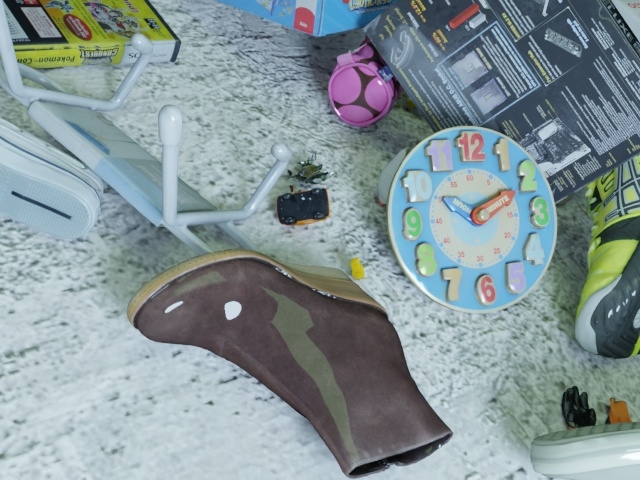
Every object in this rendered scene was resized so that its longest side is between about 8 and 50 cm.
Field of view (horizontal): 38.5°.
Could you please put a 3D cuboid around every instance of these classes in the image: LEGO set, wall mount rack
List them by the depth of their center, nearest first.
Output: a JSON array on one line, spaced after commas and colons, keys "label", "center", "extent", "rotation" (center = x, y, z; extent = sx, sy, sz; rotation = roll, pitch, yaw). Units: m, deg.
[{"label": "wall mount rack", "center": [-0.175, -0.114, 0.837], "extent": [0.350, 0.130, 0.304], "rotation": [38, 12, 12]}, {"label": "LEGO set", "center": [-0.014, -0.066, 1.029], "extent": [0.054, 0.023, 0.083], "rotation": [14, 49, 30]}]

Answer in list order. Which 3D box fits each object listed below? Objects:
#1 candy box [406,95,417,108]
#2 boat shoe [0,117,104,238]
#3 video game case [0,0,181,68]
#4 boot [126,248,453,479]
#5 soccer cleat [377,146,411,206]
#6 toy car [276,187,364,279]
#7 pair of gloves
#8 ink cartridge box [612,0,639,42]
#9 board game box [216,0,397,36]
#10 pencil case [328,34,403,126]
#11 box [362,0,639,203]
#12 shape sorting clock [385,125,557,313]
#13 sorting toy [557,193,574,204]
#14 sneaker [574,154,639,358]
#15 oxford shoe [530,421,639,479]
[{"label": "candy box", "center": [0.230, -0.202, 1.243], "extent": [0.206, 0.027, 0.105], "rotation": [18, 76, 9]}, {"label": "boat shoe", "center": [-0.305, -0.074, 0.831], "extent": [0.226, 0.083, 0.076], "rotation": [30, 26, -17]}, {"label": "video game case", "center": [-0.337, -0.299, 1.085], "extent": [0.248, 0.035, 0.275], "rotation": [-13, 53, -39]}, {"label": "boot", "center": [-0.021, 0.106, 0.777], "extent": [0.248, 0.090, 0.207], "rotation": [-1, 45, -37]}, {"label": "soccer cleat", "center": [0.152, -0.029, 1.041], "extent": [0.196, 0.076, 0.068], "rotation": [35, 39, 8]}, {"label": "toy car", "center": [0.000, 0.000, 0.967], "extent": [0.122, 0.060, 0.040], "rotation": [65, 5, 16]}, {"label": "pair of gloves", "center": [0.285, 0.186, 0.935], "extent": [0.083, 0.010, 0.074], "rotation": [18, 41, -9]}, {"label": "ink cartridge box", "center": [0.537, -0.247, 1.438], "extent": [0.171, 0.168, 0.232], "rotation": [-11, 52, -37]}, {"label": "board game box", "center": [-0.015, -0.375, 1.240], "extent": [0.308, 0.086, 0.302], "rotation": [27, 33, 32]}, {"label": "pencil case", "center": [0.076, -0.235, 1.204], "extent": [0.098, 0.095, 0.209], "rotation": [57, 30, -19]}, {"label": "box", "center": [0.234, -0.197, 1.065], "extent": [0.307, 0.242, 0.076], "rotation": [54, 30, -2]}, {"label": "shape sorting clock", "center": [0.168, -0.024, 0.995], "extent": [0.206, 0.040, 0.206], "rotation": [3, 79, -18]}, {"label": "sorting toy", "center": [0.352, -0.156, 1.256], "extent": [0.307, 0.041, 0.229], "rotation": [41, 80, 15]}, {"label": "sneaker", "center": [0.378, -0.014, 1.104], "extent": [0.147, 0.145, 0.384], "rotation": [14, 50, 33]}, {"label": "oxford shoe", "center": [0.404, 0.235, 0.856], "extent": [0.449, 0.169, 0.130], "rotation": [9, 79, -20]}]
